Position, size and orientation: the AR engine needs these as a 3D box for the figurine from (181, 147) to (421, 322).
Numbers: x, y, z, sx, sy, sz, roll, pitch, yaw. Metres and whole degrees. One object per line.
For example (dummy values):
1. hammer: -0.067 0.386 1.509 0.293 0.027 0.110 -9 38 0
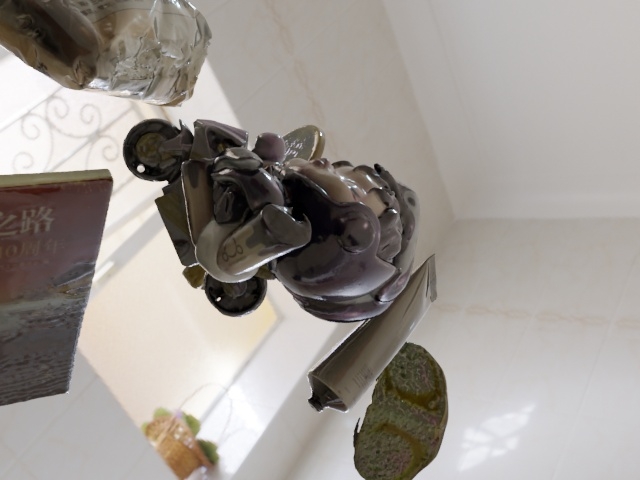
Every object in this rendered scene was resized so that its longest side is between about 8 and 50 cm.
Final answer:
1. figurine: 0.000 0.000 0.624 0.145 0.222 0.145 -8 -101 48

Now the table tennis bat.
1. table tennis bat: -0.103 -0.055 1.180 0.050 0.321 0.198 42 -7 -26

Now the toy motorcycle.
1. toy motorcycle: -0.091 -0.044 0.765 0.225 0.152 0.073 59 -2 -1

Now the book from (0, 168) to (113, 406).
1. book: -0.380 0.078 0.807 0.028 0.262 0.374 56 -43 33

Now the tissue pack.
1. tissue pack: -0.374 -0.353 1.138 0.390 0.375 0.195 39 -71 11

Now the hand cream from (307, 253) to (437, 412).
1. hand cream: 0.056 0.097 0.741 0.054 0.186 0.087 34 -23 29

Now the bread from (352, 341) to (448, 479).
1. bread: 0.164 0.323 1.413 0.158 0.156 0.260 19 -75 14
